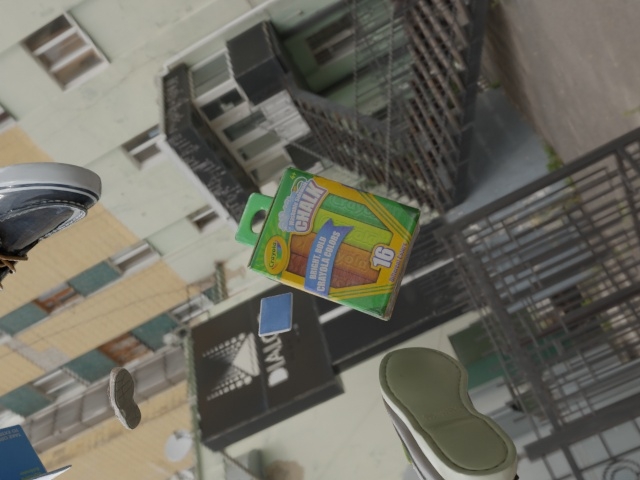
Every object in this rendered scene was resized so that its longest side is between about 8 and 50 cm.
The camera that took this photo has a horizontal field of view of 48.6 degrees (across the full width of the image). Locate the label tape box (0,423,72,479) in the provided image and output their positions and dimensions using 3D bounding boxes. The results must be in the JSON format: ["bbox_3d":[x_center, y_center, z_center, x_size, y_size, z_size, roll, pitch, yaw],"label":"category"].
[{"bbox_3d":[-0.583,0.368,1.069,0.249,0.348,0.115,-3,-113,-53],"label":"label tape box"}]

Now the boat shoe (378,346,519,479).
[{"bbox_3d":[0.102,0.162,0.608,0.227,0.081,0.068,-116,17,-72],"label":"boat shoe"}]

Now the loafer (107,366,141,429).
[{"bbox_3d":[-0.325,0.254,1.145,0.045,0.039,0.125,-44,-41,-45],"label":"loafer"}]

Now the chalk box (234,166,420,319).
[{"bbox_3d":[0.000,0.000,0.853,0.132,0.213,0.132,47,-118,-79],"label":"chalk box"}]

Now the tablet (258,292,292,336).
[{"bbox_3d":[-0.070,0.117,1.126,0.083,0.054,0.006,-91,-15,-50],"label":"tablet"}]

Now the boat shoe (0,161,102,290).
[{"bbox_3d":[-0.227,0.009,0.484,0.065,0.184,0.083,35,-136,-61],"label":"boat shoe"}]
